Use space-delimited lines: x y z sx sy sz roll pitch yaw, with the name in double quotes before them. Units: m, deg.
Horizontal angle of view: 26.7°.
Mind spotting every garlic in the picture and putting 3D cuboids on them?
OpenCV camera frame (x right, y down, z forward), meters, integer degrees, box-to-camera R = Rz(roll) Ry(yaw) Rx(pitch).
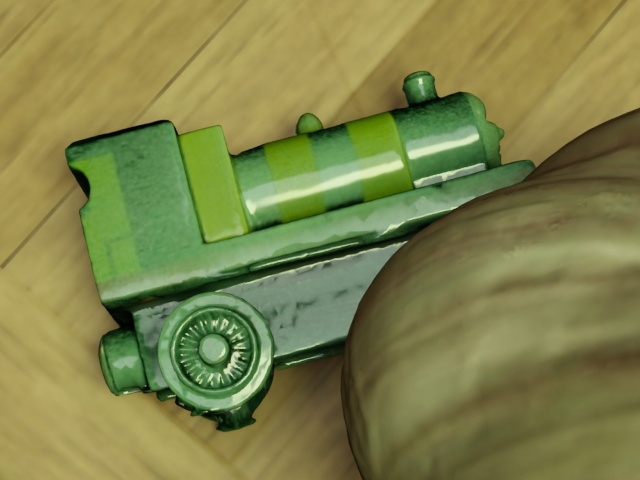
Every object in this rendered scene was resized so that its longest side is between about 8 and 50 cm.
"garlic" 0.163 0.097 0.429 0.259 0.317 0.317 -24 78 35

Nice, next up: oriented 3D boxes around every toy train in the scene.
"toy train" 0.000 0.000 0.560 0.200 0.083 0.132 -14 77 -6
